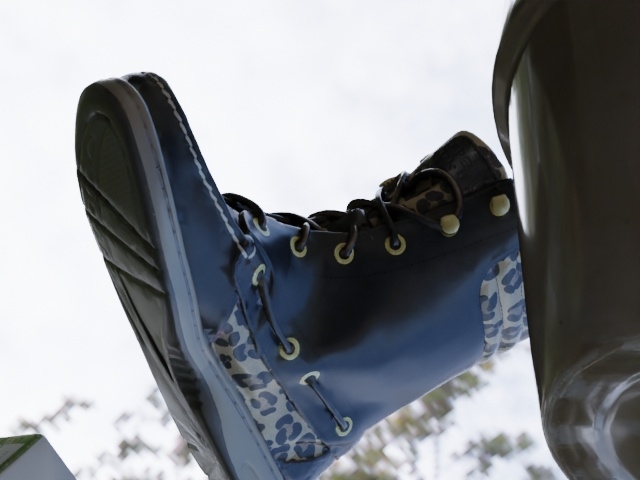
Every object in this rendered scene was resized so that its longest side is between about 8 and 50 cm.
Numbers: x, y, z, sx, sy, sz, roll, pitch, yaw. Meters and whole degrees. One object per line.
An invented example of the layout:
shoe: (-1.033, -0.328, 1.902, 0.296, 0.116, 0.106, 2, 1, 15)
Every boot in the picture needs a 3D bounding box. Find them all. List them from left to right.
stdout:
boot: (0.000, 0.000, 1.426, 0.284, 0.377, 0.138, -28, -149, -16)

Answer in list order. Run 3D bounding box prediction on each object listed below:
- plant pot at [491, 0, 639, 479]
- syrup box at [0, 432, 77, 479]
plant pot: (0.228, -0.003, 1.032, 0.323, 0.323, 0.280, -3, -134, 24)
syrup box: (-0.202, 0.167, 1.009, 0.093, 0.096, 0.237, -41, -164, -33)
